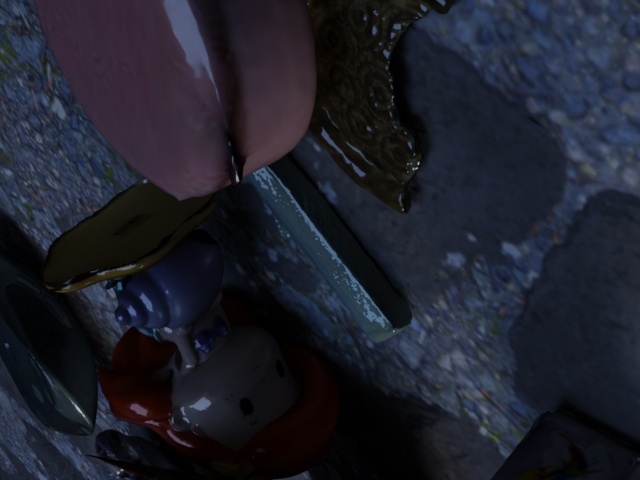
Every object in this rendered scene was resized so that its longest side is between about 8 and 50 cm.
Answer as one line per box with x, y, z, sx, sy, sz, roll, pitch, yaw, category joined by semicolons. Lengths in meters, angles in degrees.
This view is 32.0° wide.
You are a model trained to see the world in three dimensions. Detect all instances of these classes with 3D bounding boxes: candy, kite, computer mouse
-0.100;-0.143;0.733;0.255;0.094;0.255;39;146;33;candy
-0.051;0.220;0.955;0.327;0.013;0.377;12;172;12;kite
-0.372;0.072;1.363;0.379;0.090;0.167;54;150;7;computer mouse

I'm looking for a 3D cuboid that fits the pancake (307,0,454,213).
0.034;-0.099;0.696;0.184;0.020;0.191;5;126;50;pancake

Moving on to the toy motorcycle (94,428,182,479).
-0.187;0.329;1.376;0.260;0.110;0.171;48;166;-6;toy motorcycle

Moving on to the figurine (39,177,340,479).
-0.109;0.084;0.953;0.208;0.181;0.257;-17;116;16;figurine

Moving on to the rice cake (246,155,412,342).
0.000;0.000;0.832;0.180;0.030;0.042;52;137;1;rice cake

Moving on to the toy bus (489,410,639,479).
0.092;0.247;0.688;0.112;0.317;0.138;24;138;35;toy bus
